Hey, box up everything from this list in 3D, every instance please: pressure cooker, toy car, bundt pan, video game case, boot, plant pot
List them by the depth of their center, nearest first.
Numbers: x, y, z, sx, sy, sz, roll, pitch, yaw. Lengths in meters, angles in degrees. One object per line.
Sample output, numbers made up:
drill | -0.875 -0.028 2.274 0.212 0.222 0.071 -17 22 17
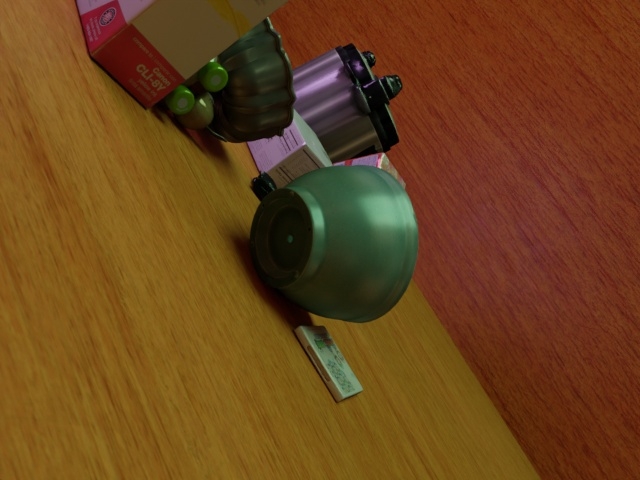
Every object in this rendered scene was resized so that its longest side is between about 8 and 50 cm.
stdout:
plant pot | 0.000 0.000 1.360 0.196 0.293 0.293 5 45 -43
video game case | 0.017 0.215 1.363 0.143 0.019 0.157 57 9 13
toy car | -0.237 -0.275 1.501 0.155 0.149 0.188 49 -8 41
bundt pan | -0.199 -0.347 1.607 0.330 0.124 0.331 38 -36 34
boot | -0.113 -0.105 1.773 0.121 0.045 0.099 52 7 -10
pressure cooker | 0.058 -0.400 2.372 0.376 0.420 0.370 59 6 -51

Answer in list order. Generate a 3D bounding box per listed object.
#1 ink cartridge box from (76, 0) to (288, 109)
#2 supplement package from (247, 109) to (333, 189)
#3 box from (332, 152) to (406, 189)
ink cartridge box | -0.233 -0.463 1.373 0.160 0.384 0.279 45 13 -45
supplement package | -0.080 -0.229 2.050 0.204 0.145 0.262 45 14 -43
box | 0.101 -0.051 1.901 0.142 0.154 0.300 46 45 -42
